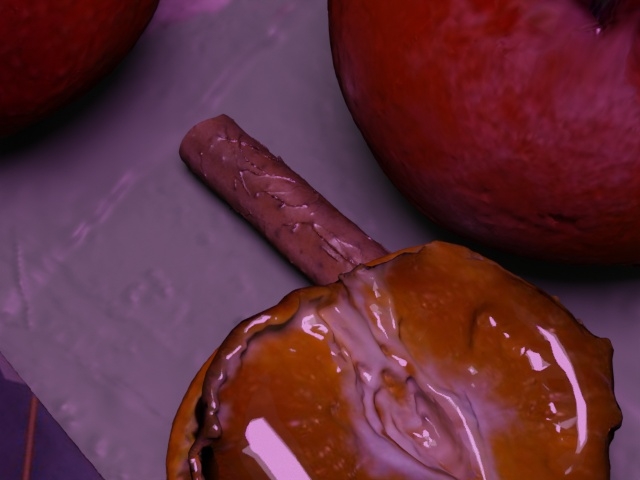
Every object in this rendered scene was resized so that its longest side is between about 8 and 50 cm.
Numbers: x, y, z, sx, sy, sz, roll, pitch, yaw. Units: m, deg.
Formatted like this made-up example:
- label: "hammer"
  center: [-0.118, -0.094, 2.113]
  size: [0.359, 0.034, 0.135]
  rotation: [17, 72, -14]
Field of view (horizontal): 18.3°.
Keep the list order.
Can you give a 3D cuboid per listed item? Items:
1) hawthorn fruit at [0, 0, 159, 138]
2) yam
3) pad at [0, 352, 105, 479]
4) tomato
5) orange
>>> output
- label: "hawthorn fruit"
  center: [-0.140, -0.127, 0.780]
  size: [0.188, 0.169, 0.169]
  rotation: [-37, 57, 29]
- label: "yam"
  center: [0.000, 0.000, 0.788]
  size: [0.032, 0.032, 0.145]
  rotation: [-41, 65, -18]
- label: "pad"
  center: [-0.201, 0.045, 0.701]
  size: [0.243, 0.004, 0.164]
  rotation: [51, 54, -3]
- label: "tomato"
  center: [0.104, -0.097, 0.746]
  size: [0.208, 0.184, 0.208]
  rotation: [-2, 59, 3]
- label: "orange"
  center: [0.023, 0.080, 0.695]
  size: [0.170, 0.112, 0.160]
  rotation: [33, 58, -21]
